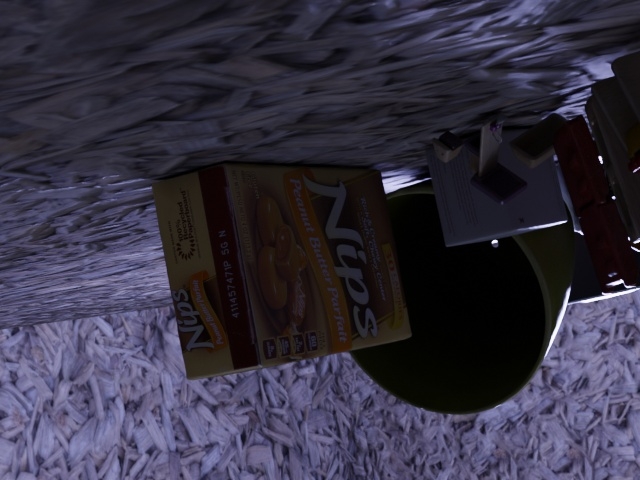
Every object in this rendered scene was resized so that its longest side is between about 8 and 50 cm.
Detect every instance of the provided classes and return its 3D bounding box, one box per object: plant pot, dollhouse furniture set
[{"bbox_3d":[0.197,0.025,1.814,0.274,0.275,0.293,-13,-168,33],"label":"plant pot"},{"bbox_3d":[0.173,-0.110,1.363,0.114,0.091,0.081,-33,144,-27],"label":"dollhouse furniture set"},{"bbox_3d":[0.318,-0.066,1.181,0.201,0.152,0.374,-18,175,0],"label":"dollhouse furniture set"}]

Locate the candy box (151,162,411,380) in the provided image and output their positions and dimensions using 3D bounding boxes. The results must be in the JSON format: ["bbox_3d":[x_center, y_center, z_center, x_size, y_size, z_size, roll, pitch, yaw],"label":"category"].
[{"bbox_3d":[-0.028,0.024,1.447,0.087,0.183,0.316,-12,176,28],"label":"candy box"}]

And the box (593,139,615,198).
[{"bbox_3d":[0.461,-0.116,1.568,0.257,0.079,0.322,-9,175,-13],"label":"box"}]

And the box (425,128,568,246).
[{"bbox_3d":[0.174,-0.054,1.481,0.087,0.101,0.102,-15,176,42],"label":"box"}]

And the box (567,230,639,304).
[{"bbox_3d":[0.503,-0.018,2.285,0.296,0.183,0.294,-14,176,16],"label":"box"}]

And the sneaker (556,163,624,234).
[{"bbox_3d":[0.403,-0.072,1.857,0.153,0.101,0.268,-19,-172,-18],"label":"sneaker"}]
